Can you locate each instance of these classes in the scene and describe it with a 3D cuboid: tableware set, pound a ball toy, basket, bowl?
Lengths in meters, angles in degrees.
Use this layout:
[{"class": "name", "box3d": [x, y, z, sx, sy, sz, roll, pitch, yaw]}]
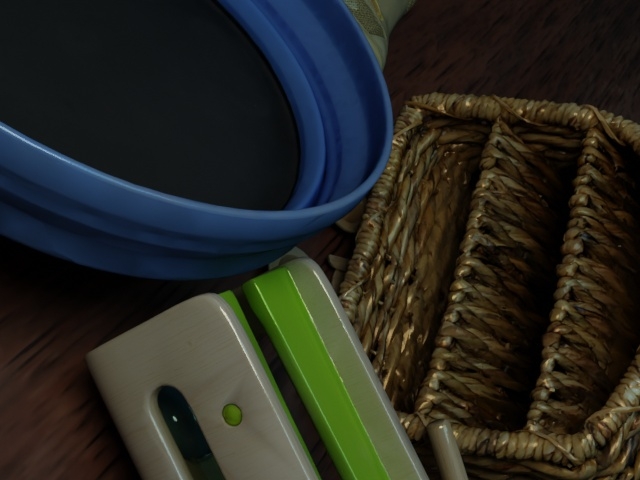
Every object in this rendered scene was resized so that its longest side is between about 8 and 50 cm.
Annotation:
[{"class": "tableware set", "box3d": [0.000, 0.000, 0.836, 0.141, 0.020, 0.169, 9, 62, -46]}, {"class": "pound a ball toy", "box3d": [0.006, 0.177, 0.651, 0.319, 0.135, 0.208, 64, 26, 3]}, {"class": "basket", "box3d": [0.165, 0.038, 0.800, 0.223, 0.213, 0.299, 38, 58, -30]}, {"class": "bowl", "box3d": [-0.135, -0.140, 0.641, 0.391, 0.077, 0.391, 27, 36, -21]}]

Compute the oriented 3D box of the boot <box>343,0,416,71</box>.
[{"class": "boot", "box3d": [-0.012, -0.268, 0.925, 0.262, 0.095, 0.203, 49, 40, -19]}]
